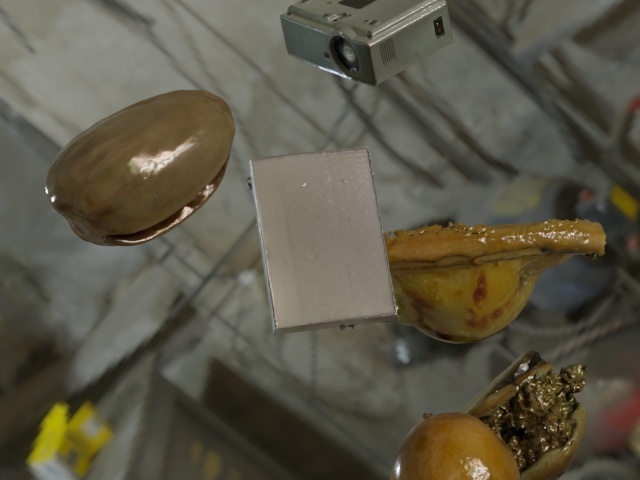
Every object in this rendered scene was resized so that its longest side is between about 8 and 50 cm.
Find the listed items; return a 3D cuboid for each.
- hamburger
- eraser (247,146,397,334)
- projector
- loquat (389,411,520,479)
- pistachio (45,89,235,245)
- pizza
[{"bbox_3d":[0.240,0.207,1.946,0.185,0.131,0.159,-44,-5,-7],"label":"hamburger"},{"bbox_3d":[0.000,0.000,1.400,0.023,0.103,0.150,110,153,-70],"label":"eraser"},{"bbox_3d":[0.045,-0.222,1.752,0.115,0.061,0.147,-33,36,-27],"label":"projector"},{"bbox_3d":[0.134,0.243,1.706,0.141,0.141,0.141,-46,15,16],"label":"loquat"},{"bbox_3d":[-0.176,-0.073,1.704,0.206,0.131,0.129,-35,-7,-25],"label":"pistachio"},{"bbox_3d":[0.152,0.041,1.522,0.188,0.204,0.081,84,180,-68],"label":"pizza"}]
